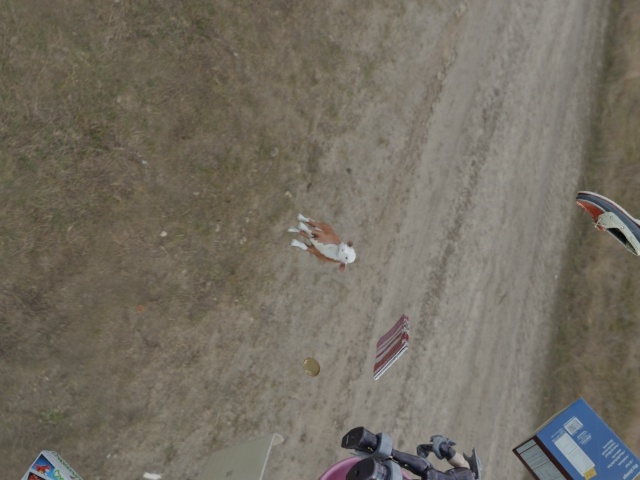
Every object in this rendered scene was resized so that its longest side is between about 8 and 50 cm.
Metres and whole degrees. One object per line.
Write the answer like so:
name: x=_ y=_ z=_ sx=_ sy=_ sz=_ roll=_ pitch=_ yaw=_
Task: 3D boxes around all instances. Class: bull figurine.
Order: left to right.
bull figurine: x=0.000 y=0.000 z=1.452 sx=0.189 sy=0.310 sz=0.101 roll=26 pitch=96 yaw=-13

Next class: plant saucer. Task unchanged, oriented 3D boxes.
plant saucer: x=-0.034 y=0.507 z=1.842 sx=0.015 sy=0.084 sz=0.083 roll=-23 pitch=104 yaw=-61

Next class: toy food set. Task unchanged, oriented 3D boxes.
toy food set: x=-0.230 y=0.678 z=1.264 sx=0.306 sy=0.220 sz=0.092 roll=-70 pitch=137 yaw=-71

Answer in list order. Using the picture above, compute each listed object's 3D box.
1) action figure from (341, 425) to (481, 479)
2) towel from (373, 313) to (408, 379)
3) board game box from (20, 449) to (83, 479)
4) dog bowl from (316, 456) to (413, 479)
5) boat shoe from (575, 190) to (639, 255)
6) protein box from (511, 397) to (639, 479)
action figure: x=0.178 y=0.410 z=0.783 sx=0.285 sy=0.099 sz=0.185 roll=28 pitch=34 yaw=-13
towel: x=0.335 y=0.501 z=2.189 sx=0.037 sy=0.237 sz=0.329 roll=38 pitch=18 yaw=0
board game box: x=-0.651 y=0.688 z=1.124 sx=0.192 sy=0.306 sz=0.053 roll=-58 pitch=149 yaw=-17
dog bowl: x=0.134 y=0.809 z=1.303 sx=0.408 sy=0.408 sz=0.150 roll=-35 pitch=138 yaw=-38
boat shoe: x=0.471 y=-0.030 z=0.742 sx=0.137 sy=0.049 sz=0.043 roll=36 pitch=93 yaw=3
protein box: x=0.662 y=0.563 z=1.186 sx=0.200 sy=0.135 sz=0.201 roll=-22 pitch=58 yaw=-27
